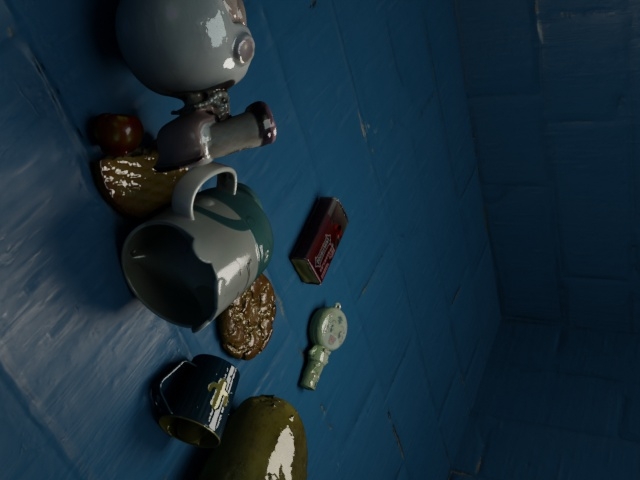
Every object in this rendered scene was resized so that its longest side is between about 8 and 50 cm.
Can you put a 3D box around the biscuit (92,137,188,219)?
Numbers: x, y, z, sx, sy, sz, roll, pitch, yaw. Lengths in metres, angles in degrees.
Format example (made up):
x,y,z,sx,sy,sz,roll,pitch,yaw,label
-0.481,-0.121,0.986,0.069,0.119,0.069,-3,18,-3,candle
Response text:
x,y,z,sx,sy,sz,roll,pitch,yaw,label
-0.336,-0.125,1.343,0.228,0.031,0.176,35,62,-56,biscuit

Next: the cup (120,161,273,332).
x,y,z,sx,sy,sz,roll,pitch,yaw,label
-0.220,-0.005,1.359,0.257,0.219,0.290,-43,144,-53,cup

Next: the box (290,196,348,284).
x,y,z,sx,sy,sz,roll,pitch,yaw,label
0.000,0.000,1.947,0.224,0.069,0.120,-63,144,-34,box

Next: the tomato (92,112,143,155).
x,y,z,sx,sy,sz,roll,pitch,yaw,label
-0.352,-0.185,1.251,0.087,0.087,0.075,-17,112,-60,tomato

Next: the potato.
x,y,z,sx,sy,sz,roll,pitch,yaw,label
-0.139,0.528,1.590,0.270,0.219,0.359,57,42,-38,potato

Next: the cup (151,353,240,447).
x,y,z,sx,sy,sz,roll,pitch,yaw,label
-0.256,0.314,1.467,0.176,0.131,0.155,43,47,-25,cup

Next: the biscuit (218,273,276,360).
x,y,z,sx,sy,sz,roll,pitch,yaw,label
-0.167,0.175,1.683,0.226,0.042,0.226,-16,108,-61,biscuit

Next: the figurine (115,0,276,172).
x,y,z,sx,sy,sz,roll,pitch,yaw,label
-0.222,-0.308,1.246,0.211,0.253,0.361,-26,108,-71,figurine

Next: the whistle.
x,y,z,sx,sy,sz,roll,pitch,yaw,label
0.004,0.290,1.993,0.126,0.067,0.258,39,63,-41,whistle
